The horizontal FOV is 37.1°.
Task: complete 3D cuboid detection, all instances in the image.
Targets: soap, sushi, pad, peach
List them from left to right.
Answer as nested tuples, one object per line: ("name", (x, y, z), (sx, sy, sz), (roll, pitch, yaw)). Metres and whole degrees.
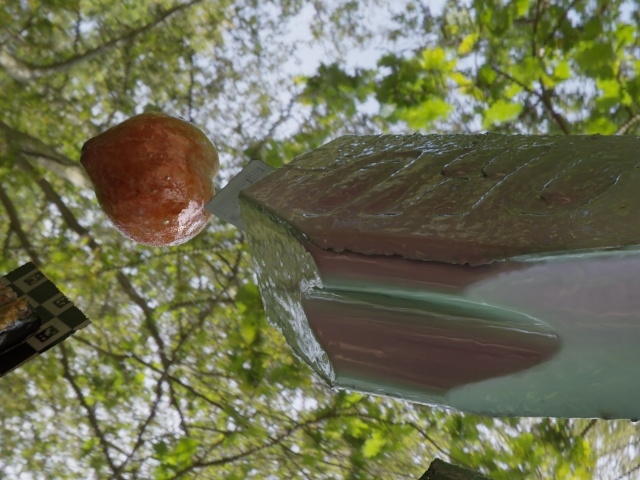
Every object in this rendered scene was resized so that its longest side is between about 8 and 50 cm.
("sushi", (-0.388, 0.084, 1.070), (0.192, 0.050, 0.215), (-32, -147, -22))
("peach", (-0.276, -0.105, 1.526), (0.233, 0.232, 0.232), (-6, -113, 14))
("pad", (0.000, -0.001, 1.141), (0.265, 0.159, 0.009), (30, -121, -16))
("soap", (0.135, 0.015, 0.799), (0.446, 0.156, 0.261), (6, -151, 41))

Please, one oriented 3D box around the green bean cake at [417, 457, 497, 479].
("green bean cake", (0.139, 0.407, 1.080), (0.132, 0.255, 0.241), (15, -128, 22))
